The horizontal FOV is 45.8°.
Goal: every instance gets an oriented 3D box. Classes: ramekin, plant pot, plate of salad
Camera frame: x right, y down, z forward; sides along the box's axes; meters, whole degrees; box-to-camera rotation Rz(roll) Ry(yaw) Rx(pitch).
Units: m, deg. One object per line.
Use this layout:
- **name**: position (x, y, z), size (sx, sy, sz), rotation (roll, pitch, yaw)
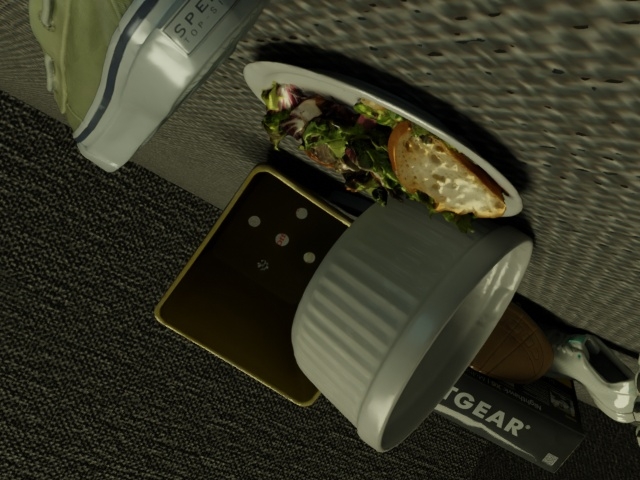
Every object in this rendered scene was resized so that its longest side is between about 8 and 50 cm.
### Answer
- **ramekin**: position (0.069, 0.057, 0.619), size (0.109, 0.207, 0.207), rotation (35, 179, 23)
- **plant pot**: position (-0.044, 0.028, 0.913), size (0.212, 0.212, 0.187), rotation (34, -166, -13)
- **plate of salad**: position (0.034, -0.054, 0.493), size (0.200, 0.048, 0.200), rotation (26, 176, 2)

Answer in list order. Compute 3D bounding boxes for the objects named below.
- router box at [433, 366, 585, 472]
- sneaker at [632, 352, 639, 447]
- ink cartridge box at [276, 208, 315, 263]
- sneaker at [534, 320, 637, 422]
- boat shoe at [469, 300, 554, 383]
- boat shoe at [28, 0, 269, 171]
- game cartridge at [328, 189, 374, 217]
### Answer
- **router box**: position (0.220, 0.170, 1.113), size (0.309, 0.081, 0.243), rotation (28, -154, -1)
- **sneaker**: position (0.304, 0.130, 0.457), size (0.130, 0.147, 0.330), rotation (-18, 118, 48)
- **ink cartridge box**: position (0.000, 0.000, 1.089), size (0.122, 0.088, 0.052), rotation (27, 179, 10)
- **sneaker**: position (0.342, 0.150, 1.015), size (0.212, 0.080, 0.094), rotation (32, 157, 45)
- **boat shoe**: position (0.186, 0.085, 1.004), size (0.285, 0.104, 0.089), rotation (36, -162, -10)
- **boat shoe**: position (-0.108, -0.115, 0.427), size (0.094, 0.109, 0.302), rotation (44, 163, -14)
- **game cartridge**: position (0.051, -0.034, 0.862), size (0.083, 0.017, 0.056), rotation (24, 178, 40)
